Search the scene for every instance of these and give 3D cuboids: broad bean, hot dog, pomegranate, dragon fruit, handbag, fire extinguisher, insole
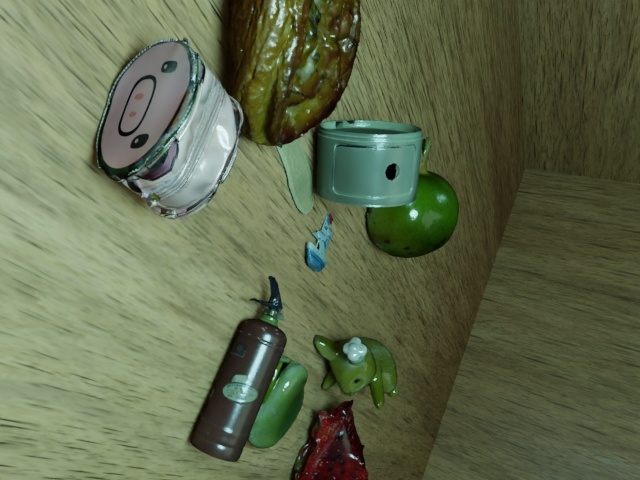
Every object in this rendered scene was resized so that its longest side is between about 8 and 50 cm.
[{"bbox_3d":[-0.099,0.361,1.113,0.169,0.100,0.227,-32,131,-42],"label":"broad bean"},{"bbox_3d":[-0.050,-0.343,0.810,0.267,0.174,0.387,-22,120,-58],"label":"hot dog"},{"bbox_3d":[0.289,-0.117,1.452,0.310,0.216,0.358,-16,115,-53],"label":"pomegranate"},{"bbox_3d":[0.012,0.600,1.424,0.286,0.228,0.329,-88,164,-79],"label":"dragon fruit"},{"bbox_3d":[-0.196,-0.140,0.652,0.116,0.179,0.204,33,72,-52],"label":"handbag"},{"bbox_3d":[-0.144,0.237,0.972,0.138,0.102,0.343,43,65,-55],"label":"fire extinguisher"},{"bbox_3d":[-0.052,-0.156,1.053,0.081,0.011,0.247,-55,144,-31],"label":"insole"}]

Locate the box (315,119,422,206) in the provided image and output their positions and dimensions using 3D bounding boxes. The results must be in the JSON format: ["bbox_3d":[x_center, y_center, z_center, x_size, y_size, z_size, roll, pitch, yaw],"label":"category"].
[{"bbox_3d":[0.103,-0.174,1.095,0.226,0.226,0.149,-28,125,-53],"label":"box"}]

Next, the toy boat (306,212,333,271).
[{"bbox_3d":[0.001,0.011,1.212,0.149,0.034,0.105,-63,147,-46],"label":"toy boat"}]

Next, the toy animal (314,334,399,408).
[{"bbox_3d":[0.090,0.349,1.359,0.363,0.181,0.180,27,69,-62],"label":"toy animal"}]
